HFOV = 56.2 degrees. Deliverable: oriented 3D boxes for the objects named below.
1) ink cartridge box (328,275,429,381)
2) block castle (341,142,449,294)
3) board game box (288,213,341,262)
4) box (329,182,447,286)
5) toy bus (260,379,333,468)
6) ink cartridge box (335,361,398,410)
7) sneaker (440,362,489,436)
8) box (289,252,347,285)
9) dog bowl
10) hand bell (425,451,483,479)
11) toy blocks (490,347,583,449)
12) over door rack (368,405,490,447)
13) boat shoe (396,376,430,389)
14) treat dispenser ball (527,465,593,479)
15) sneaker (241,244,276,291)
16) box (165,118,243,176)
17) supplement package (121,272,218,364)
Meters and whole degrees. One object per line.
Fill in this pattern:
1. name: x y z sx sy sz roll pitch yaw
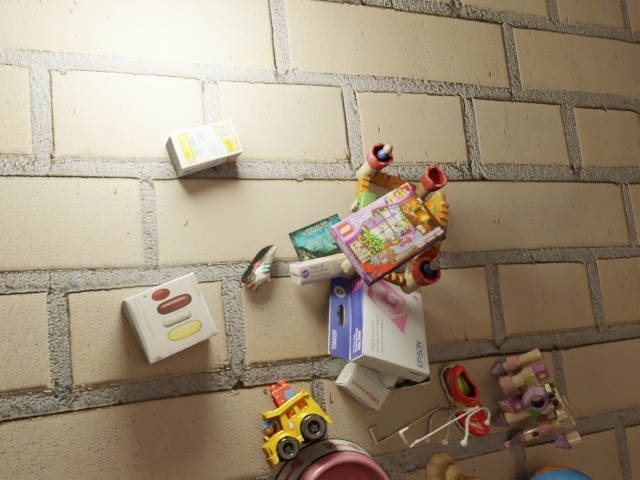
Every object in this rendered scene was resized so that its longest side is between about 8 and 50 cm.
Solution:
1. ink cartridge box: 0.188 0.262 1.924 0.330 0.071 0.324 21 44 -19
2. block castle: 0.258 -0.075 1.954 0.303 0.213 0.453 20 58 -14
3. board game box: 0.000 0.000 1.993 0.186 0.026 0.126 -24 90 -24
4. box: 0.202 -0.021 1.781 0.293 0.057 0.201 -31 75 -20
5. toy bus: -0.105 0.539 1.798 0.220 0.149 0.211 -33 81 -22
6. ink cartridge box: 0.167 0.426 1.952 0.153 0.087 0.208 41 67 -11
7. sneaker: 0.505 0.553 2.053 0.107 0.118 0.279 -29 92 -24
8. box: 0.057 0.081 1.963 0.324 0.067 0.063 -11 99 -27
9. dog bowl: 0.055 0.816 1.802 0.407 0.150 0.408 4 78 -22
10. hand bell: 0.454 0.765 1.926 0.126 0.242 0.126 4 79 -21
11. toy blocks: 0.704 0.583 2.064 0.260 0.309 0.289 -28 102 17
12. over door rack: 0.350 0.612 1.915 0.324 0.239 0.108 -8 78 -24
13. boat shoe: 0.312 0.477 2.026 0.133 0.049 0.042 -8 79 -26
14. treat dispenser ball: 0.825 0.916 2.027 0.288 0.288 0.288 4 79 -22
15. sneaker: -0.180 0.089 1.894 0.075 0.057 0.161 47 65 -27
16. box: -0.359 -0.286 1.853 0.203 0.103 0.114 -20 89 -24
17. supplement package: -0.431 0.222 1.706 0.203 0.149 0.194 -23 90 -23
